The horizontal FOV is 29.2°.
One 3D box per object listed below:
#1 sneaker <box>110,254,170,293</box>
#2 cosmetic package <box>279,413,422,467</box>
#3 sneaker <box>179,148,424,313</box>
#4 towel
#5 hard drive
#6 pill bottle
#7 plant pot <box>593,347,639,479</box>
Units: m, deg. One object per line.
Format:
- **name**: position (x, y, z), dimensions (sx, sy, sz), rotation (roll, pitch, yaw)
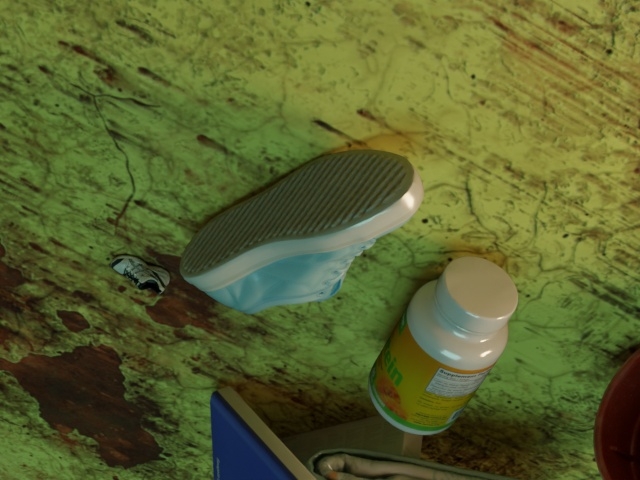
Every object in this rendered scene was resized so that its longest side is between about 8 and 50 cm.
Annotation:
- **sneaker**: position (-0.248, 0.047, 1.681), dimensions (0.083, 0.037, 0.032), rotation (17, 138, -3)
- **cosmetic package**: position (0.036, 0.332, 1.864), dimensions (0.239, 0.099, 0.060), rotation (-17, 131, 28)
- **sneaker**: position (0.000, 0.000, 1.527), dimensions (0.366, 0.135, 0.150), rotation (-18, 137, 38)
- **towel**: position (0.155, 0.458, 1.803), dimensions (0.374, 0.090, 0.321), rotation (10, 128, 8)
- **hard drive**: position (-0.063, 0.382, 1.785), dimensions (0.040, 0.318, 0.210), rotation (-20, 128, -28)
- **pill bottle**: position (0.163, 0.135, 1.609), dimensions (0.136, 0.136, 0.246), rotation (18, 135, -6)
- **plant pot**: position (0.544, 0.286, 1.610), dimensions (0.272, 0.272, 0.265), rotation (-27, 133, 33)
